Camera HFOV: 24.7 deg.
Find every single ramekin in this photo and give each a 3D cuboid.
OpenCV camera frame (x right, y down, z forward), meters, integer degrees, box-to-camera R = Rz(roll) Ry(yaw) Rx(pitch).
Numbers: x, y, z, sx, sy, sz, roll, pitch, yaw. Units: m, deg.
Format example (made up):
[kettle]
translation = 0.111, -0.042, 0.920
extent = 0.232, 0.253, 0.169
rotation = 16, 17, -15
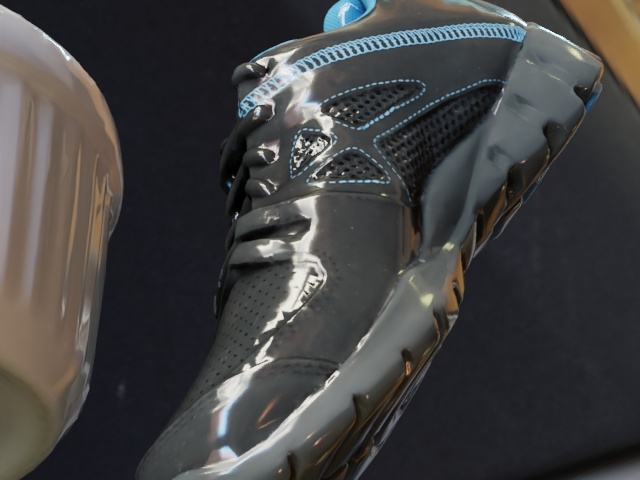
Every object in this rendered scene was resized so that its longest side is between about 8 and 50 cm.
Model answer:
[ramekin]
translation = -0.209, 0.019, 0.560
extent = 0.273, 0.273, 0.127
rotation = 37, 38, -51

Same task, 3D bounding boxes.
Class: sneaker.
[sneaker]
translation = 0.000, 0.000, 0.628
extent = 0.139, 0.125, 0.341
rotation = 32, 45, 4
